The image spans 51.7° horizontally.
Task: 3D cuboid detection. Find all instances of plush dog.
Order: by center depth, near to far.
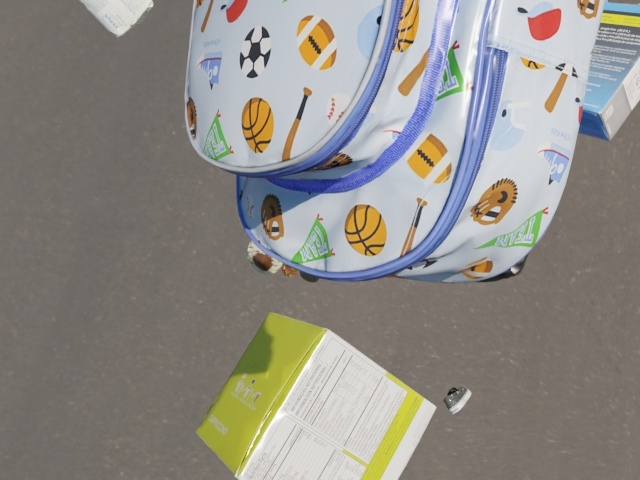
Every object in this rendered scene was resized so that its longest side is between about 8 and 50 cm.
[{"bbox_3d":[-0.043,-0.032,1.588,0.262,0.225,0.211,-33,52,11],"label":"plush dog"}]

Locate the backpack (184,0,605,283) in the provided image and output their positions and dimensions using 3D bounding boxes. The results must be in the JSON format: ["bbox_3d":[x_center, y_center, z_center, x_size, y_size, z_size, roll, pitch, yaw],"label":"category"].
[{"bbox_3d":[0.041,-0.103,0.418,0.276,0.213,0.264,7,98,55],"label":"backpack"}]

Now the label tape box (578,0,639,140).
[{"bbox_3d":[0.623,-0.406,1.481,0.334,0.106,0.240,-53,43,-5],"label":"label tape box"}]

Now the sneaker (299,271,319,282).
[{"bbox_3d":[0.000,0.000,0.925,0.042,0.118,0.067,21,51,3],"label":"sneaker"}]

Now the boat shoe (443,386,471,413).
[{"bbox_3d":[0.314,0.359,1.525,0.049,0.142,0.040,-41,79,16],"label":"boat shoe"}]

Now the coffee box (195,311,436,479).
[{"bbox_3d":[-0.022,0.398,1.470,0.338,0.334,0.337,-58,21,-14],"label":"coffee box"}]

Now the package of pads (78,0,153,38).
[{"bbox_3d":[-0.416,-0.491,1.182,0.101,0.229,0.296,-42,33,6],"label":"package of pads"}]
